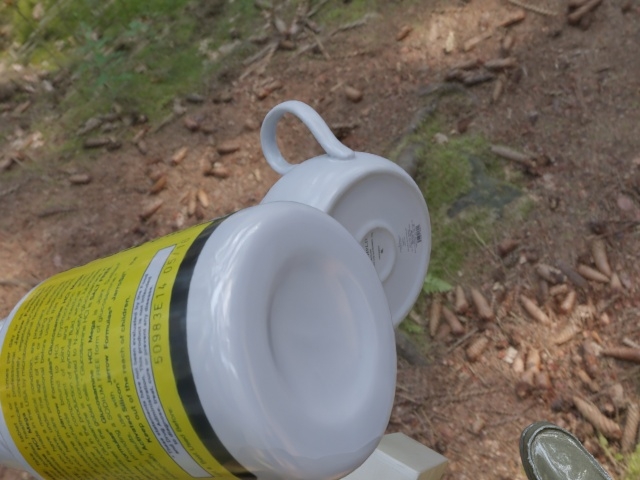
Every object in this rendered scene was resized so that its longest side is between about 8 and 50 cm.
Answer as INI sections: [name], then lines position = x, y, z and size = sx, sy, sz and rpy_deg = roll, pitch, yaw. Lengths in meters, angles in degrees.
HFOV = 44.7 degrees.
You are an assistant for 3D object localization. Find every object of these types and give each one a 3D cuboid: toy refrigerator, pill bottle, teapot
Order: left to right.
[pill bottle]
position = -0.125, 0.097, 0.595
size = 0.334, 0.188, 0.187
rpy_deg = -16, 50, 36
[teapot]
position = 0.000, 0.000, 0.960
size = 0.187, 0.252, 0.256
rpy_deg = 14, 74, 45
[toy refrigerator]
position = 0.093, 0.324, 1.046
size = 0.094, 0.269, 0.102
rpy_deg = 26, 87, 20

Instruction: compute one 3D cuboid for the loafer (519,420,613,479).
[loafer]
position = 0.210, 0.204, 0.602
size = 0.056, 0.050, 0.148
rpy_deg = -26, 66, -14
